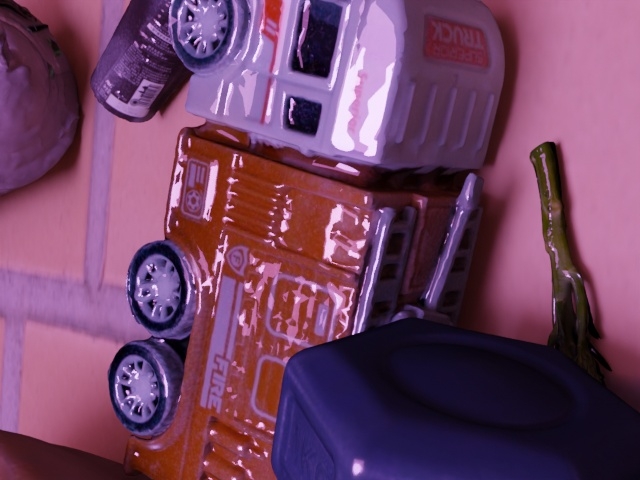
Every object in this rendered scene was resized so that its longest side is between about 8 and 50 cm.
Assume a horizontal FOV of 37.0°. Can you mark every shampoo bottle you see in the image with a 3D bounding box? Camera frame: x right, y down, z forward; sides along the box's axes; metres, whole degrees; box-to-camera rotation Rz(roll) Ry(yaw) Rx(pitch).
[{"bbox_3d":[-0.090,-0.170,0.668,0.207,0.057,0.063,-48,56,33],"label":"shampoo bottle"}]

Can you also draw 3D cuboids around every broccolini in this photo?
[{"bbox_3d":[0.115,0.018,0.467,0.030,0.035,0.140,-16,75,40],"label":"broccolini"}]

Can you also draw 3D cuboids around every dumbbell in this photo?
[{"bbox_3d":[0.040,0.199,0.421,0.144,0.156,0.316,22,112,37],"label":"dumbbell"}]

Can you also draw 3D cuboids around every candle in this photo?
[{"bbox_3d":[-0.304,-0.116,0.791,0.330,0.187,0.187,-15,77,43],"label":"candle"}]

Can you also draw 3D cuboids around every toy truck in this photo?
[{"bbox_3d":[0.000,0.000,0.517,0.162,0.136,0.305,20,105,37],"label":"toy truck"}]

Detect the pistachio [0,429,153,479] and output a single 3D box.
[{"bbox_3d":[-0.189,0.285,0.609,0.365,0.281,0.445,58,141,5],"label":"pistachio"}]
